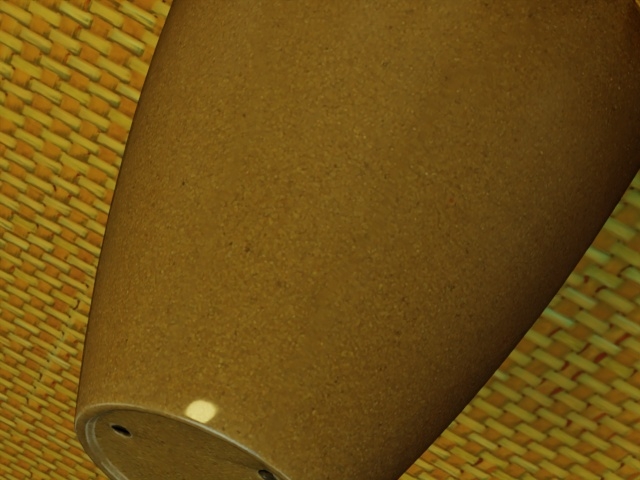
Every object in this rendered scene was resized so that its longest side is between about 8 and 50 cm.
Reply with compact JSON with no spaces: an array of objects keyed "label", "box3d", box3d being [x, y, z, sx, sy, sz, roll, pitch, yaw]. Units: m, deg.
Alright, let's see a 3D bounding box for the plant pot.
[{"label":"plant pot","box3d":[0.000,0.000,0.844,0.237,0.254,0.237,21,150,12]}]
